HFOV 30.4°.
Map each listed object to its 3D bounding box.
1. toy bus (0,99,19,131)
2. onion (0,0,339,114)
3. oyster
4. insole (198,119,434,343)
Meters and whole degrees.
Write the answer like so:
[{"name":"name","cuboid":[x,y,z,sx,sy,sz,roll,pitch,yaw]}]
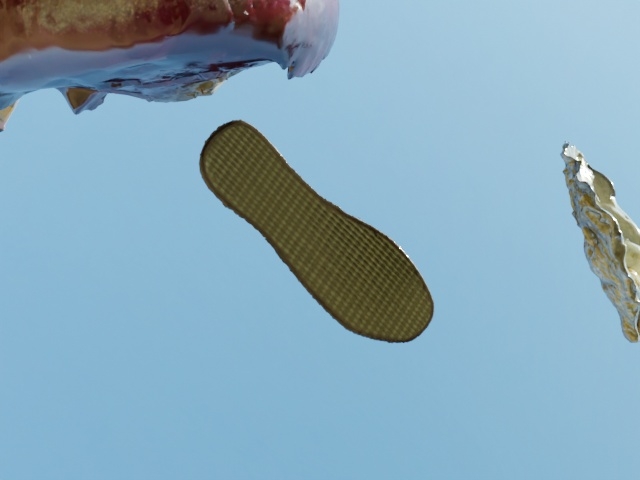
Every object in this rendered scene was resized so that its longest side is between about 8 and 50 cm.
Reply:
[{"name":"toy bus","cuboid":[-0.387,-0.173,1.193,0.057,0.172,0.072,17,-106,46]},{"name":"onion","cuboid":[-0.126,-0.189,0.809,0.272,0.272,0.195,-4,-79,12]},{"name":"oyster","cuboid":[0.217,-0.012,0.882,0.045,0.146,0.122,-23,-146,34]},{"name":"insole","cuboid":[0.000,0.000,0.962,0.253,0.005,0.086,41,-106,-20]}]
